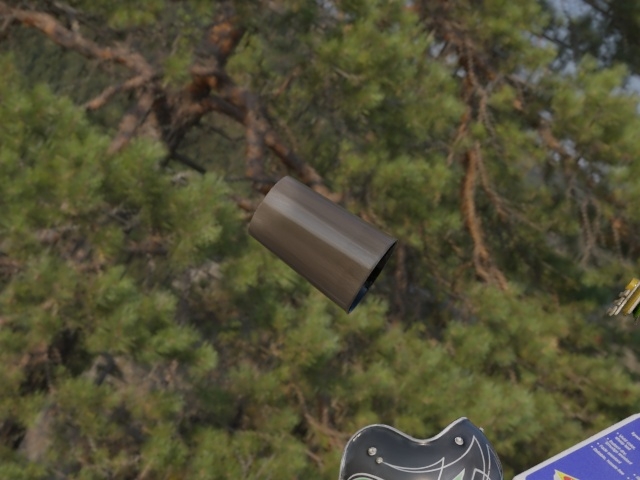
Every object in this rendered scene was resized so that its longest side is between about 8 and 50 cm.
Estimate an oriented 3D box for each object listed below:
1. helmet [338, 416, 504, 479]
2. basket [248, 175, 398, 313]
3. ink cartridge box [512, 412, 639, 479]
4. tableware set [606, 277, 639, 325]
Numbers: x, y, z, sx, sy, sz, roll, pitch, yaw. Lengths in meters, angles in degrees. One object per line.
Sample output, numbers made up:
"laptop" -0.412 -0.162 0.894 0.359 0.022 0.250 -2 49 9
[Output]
"helmet" 0.110 0.266 0.971 0.161 0.169 0.169 4 0 17
"basket" 0.000 0.000 1.620 0.227 0.154 0.204 35 -14 7
"ink cartridge box" 0.443 0.353 1.141 0.307 0.072 0.303 -15 38 -31
"tableware set" 0.357 0.045 0.999 0.024 0.104 0.154 37 1 10
